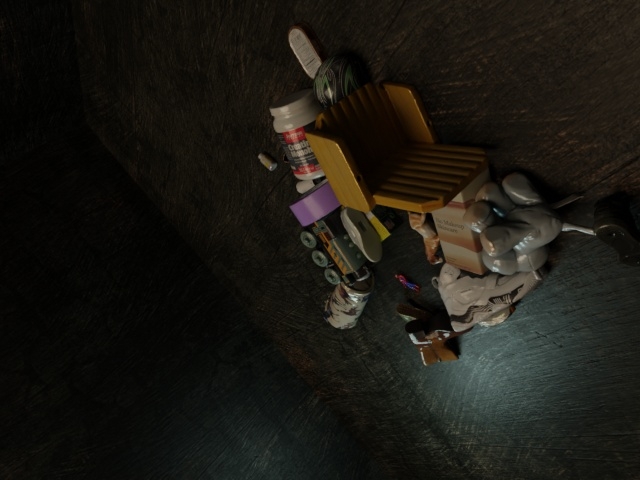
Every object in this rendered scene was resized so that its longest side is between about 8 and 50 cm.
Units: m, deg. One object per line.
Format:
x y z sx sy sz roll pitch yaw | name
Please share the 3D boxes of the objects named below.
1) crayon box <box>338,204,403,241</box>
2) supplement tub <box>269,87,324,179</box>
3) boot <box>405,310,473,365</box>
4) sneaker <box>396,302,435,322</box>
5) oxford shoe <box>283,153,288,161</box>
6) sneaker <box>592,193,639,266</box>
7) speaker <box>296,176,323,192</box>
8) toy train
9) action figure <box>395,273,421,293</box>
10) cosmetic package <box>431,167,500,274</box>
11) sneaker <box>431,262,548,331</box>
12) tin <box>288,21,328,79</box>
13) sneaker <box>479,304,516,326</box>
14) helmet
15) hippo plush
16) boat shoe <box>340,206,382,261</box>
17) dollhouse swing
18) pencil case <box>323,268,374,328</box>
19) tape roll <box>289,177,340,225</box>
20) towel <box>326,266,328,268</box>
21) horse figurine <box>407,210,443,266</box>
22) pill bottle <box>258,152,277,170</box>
0.154 -0.062 1.973 0.202 0.081 0.318 50 150 2 | crayon box
-0.048 -0.366 1.799 0.191 0.191 0.272 10 132 50 | supplement tub
0.487 0.396 1.991 0.263 0.096 0.280 -19 131 17 | boot
0.400 0.315 2.089 0.192 0.064 0.086 24 166 22 | sneaker
-0.082 -0.351 1.985 0.076 0.076 0.212 53 149 0 | oxford shoe
0.722 -0.028 1.229 0.227 0.130 0.087 31 146 -26 | sneaker
-0.043 -0.228 2.088 0.055 0.055 0.136 57 151 -11 | speaker
0.061 0.029 1.996 0.190 0.142 0.334 -21 105 50 | toy train
0.340 0.167 2.031 0.115 0.030 0.038 37 153 27 | action figure
0.429 -0.065 1.525 0.153 0.129 0.296 20 138 55 | cosmetic package
0.506 0.124 1.611 0.366 0.137 0.210 -44 70 42 | sneaker
-0.038 -0.608 1.673 0.190 0.040 0.106 57 155 -11 | tin
0.532 0.217 1.753 0.262 0.099 0.121 -14 107 57 | sneaker
0.057 -0.475 1.577 0.169 0.169 0.162 16 153 46 | helmet
0.541 -0.031 1.405 0.293 0.235 0.237 -10 146 12 | hippo plush
0.147 -0.024 1.877 0.228 0.079 0.081 60 159 -5 | boat shoe
0.217 -0.267 1.378 0.304 0.346 0.315 0 123 55 | dollhouse swing
0.120 0.243 2.288 0.183 0.160 0.410 32 148 10 | pencil case
0.024 -0.164 1.841 0.090 0.274 0.274 54 151 -9 | tape roll
0.000 0.000 2.196 0.285 0.034 0.209 64 173 -3 | towel
0.363 -0.048 1.716 0.263 0.066 0.174 51 145 -6 | horse figurine
-0.229 -0.342 2.229 0.083 0.043 0.043 43 150 14 | pill bottle
